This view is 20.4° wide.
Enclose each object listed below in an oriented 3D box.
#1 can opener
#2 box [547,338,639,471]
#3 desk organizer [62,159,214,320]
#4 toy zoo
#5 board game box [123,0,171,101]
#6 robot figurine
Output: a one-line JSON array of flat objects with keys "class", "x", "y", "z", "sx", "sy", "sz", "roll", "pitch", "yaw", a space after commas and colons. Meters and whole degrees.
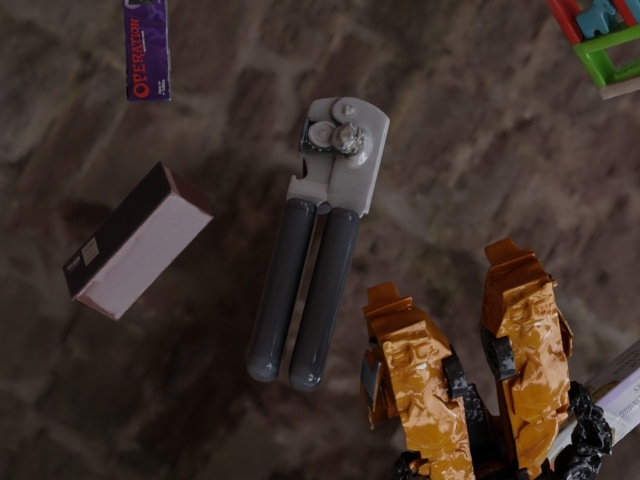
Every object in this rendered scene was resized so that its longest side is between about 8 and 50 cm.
[{"class": "can opener", "x": 0.000, "y": 0.000, "z": 1.546, "sx": 0.093, "sy": 0.074, "sz": 0.280, "roll": 91, "pitch": 11, "yaw": -64}, {"class": "box", "x": 0.335, "y": 0.217, "z": 2.181, "sx": 0.324, "sy": 0.063, "sz": 0.067, "roll": -32, "pitch": -163, "yaw": -37}, {"class": "desk organizer", "x": -0.152, "y": 0.002, "z": 1.482, "sx": 0.130, "sy": 0.050, "sz": 0.047, "roll": -46, "pitch": -143, "yaw": 16}, {"class": "toy zoo", "x": 0.290, "y": -0.289, "z": 1.794, "sx": 0.192, "sy": 0.293, "sz": 0.030, "roll": -15, "pitch": -157, "yaw": 50}, {"class": "board game box", "x": -0.181, "y": -0.260, "z": 1.845, "sx": 0.347, "sy": 0.056, "sz": 0.208, "roll": -117, "pitch": -151, "yaw": -80}, {"class": "robot figurine", "x": 0.128, "y": 0.140, "z": 1.441, "sx": 0.085, "sy": 0.211, "sz": 0.291, "roll": -116, "pitch": -171, "yaw": -46}]
